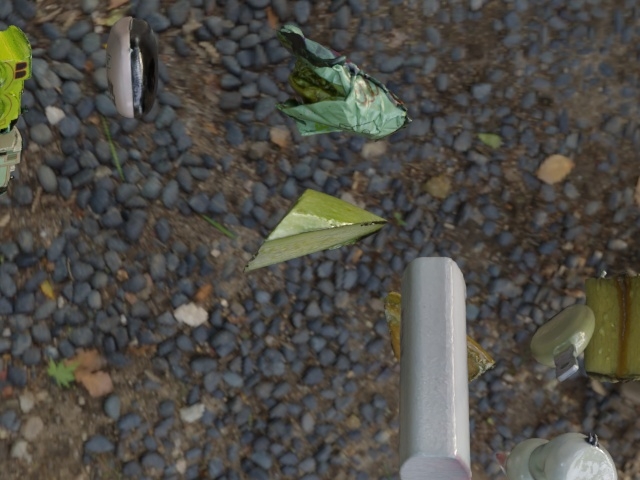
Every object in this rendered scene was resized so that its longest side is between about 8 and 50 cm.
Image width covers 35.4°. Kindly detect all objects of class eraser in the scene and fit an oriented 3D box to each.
[{"bbox_3d":[0.149,0.179,1.307,0.095,0.174,0.270,-3,60,8],"label":"eraser"}]

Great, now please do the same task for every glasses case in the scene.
[{"bbox_3d":[-0.278,-0.260,1.488,0.075,0.314,0.122,-1,108,-10],"label":"glasses case"}]

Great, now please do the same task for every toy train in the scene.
[{"bbox_3d":[-0.338,-0.113,1.013,0.085,0.249,0.053,-17,66,-30],"label":"toy train"}]

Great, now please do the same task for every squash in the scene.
[{"bbox_3d":[0.000,0.000,1.616,0.155,0.237,0.204,38,72,-5],"label":"squash"}]

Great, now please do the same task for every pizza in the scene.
[{"bbox_3d":[0.183,0.171,1.671,0.204,0.188,0.081,44,55,13],"label":"pizza"}]

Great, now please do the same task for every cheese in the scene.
[{"bbox_3d":[0.308,0.136,1.272,0.097,0.192,0.037,-41,92,17],"label":"cheese"}]

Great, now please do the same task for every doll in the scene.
[{"bbox_3d":[0.344,0.337,1.461,0.110,0.181,0.106,14,68,-21],"label":"doll"}]

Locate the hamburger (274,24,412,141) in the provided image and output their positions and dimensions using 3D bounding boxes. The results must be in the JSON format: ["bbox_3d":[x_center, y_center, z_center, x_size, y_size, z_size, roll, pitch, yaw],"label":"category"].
[{"bbox_3d":[0.011,-0.247,1.752,0.276,0.260,0.150,34,93,-29],"label":"hamburger"}]

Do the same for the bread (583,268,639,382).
[{"bbox_3d":[0.513,0.147,1.583,0.142,0.266,0.178,20,83,-7],"label":"bread"}]
